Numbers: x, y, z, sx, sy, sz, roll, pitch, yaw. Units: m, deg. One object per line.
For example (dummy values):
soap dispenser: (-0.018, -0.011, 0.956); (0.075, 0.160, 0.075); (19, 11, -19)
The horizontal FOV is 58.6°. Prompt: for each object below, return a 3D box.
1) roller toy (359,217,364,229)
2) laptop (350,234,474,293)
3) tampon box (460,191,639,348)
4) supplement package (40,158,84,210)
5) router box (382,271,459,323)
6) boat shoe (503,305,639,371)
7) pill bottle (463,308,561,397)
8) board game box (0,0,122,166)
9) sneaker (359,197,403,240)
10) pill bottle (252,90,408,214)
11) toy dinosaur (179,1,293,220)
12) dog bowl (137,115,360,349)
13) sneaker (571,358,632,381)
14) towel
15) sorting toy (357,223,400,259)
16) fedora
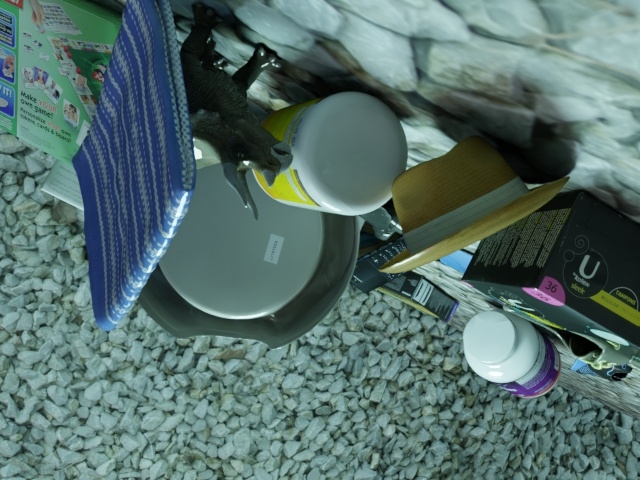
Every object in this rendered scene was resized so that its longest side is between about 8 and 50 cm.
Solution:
roller toy: (-0.019, -0.044, 1.029); (0.209, 0.146, 0.191); (25, 175, 27)
laptop: (0.200, 0.078, 1.124); (0.137, 0.264, 0.234); (66, -170, 22)
tampon box: (0.244, 0.028, 0.582); (0.120, 0.101, 0.161); (28, 175, -8)
supplement package: (-0.313, -0.157, 0.907); (0.139, 0.244, 0.134); (29, 176, -20)
router box: (0.255, 0.143, 1.831); (0.309, 0.081, 0.243); (23, 173, 47)
boat shoe: (0.388, 0.129, 0.827); (0.305, 0.091, 0.109); (33, 174, -18)
pill bottle: (0.481, 0.283, 1.445); (0.181, 0.181, 0.323); (24, 173, 43)
board game box: (-0.361, -0.225, 0.755); (0.317, 0.213, 0.046); (27, -150, 14)
sneaker: (0.098, -0.046, 0.957); (0.089, 0.051, 0.170); (29, 170, -9)
pill bottle: (-0.005, -0.093, 0.623); (0.117, 0.117, 0.215); (30, 174, -24)
toy dinosaur: (-0.138, -0.141, 0.604); (0.121, 0.160, 0.313); (32, 173, -36)
dog bowl: (-0.112, -0.016, 0.823); (0.348, 0.349, 0.102); (28, -171, 6)
sneaker: (0.579, 0.252, 1.171); (0.090, 0.081, 0.232); (34, 177, 26)
towel: (-0.200, -0.070, 0.570); (0.040, 0.243, 0.336); (-1, 155, -31)
sorting toy: (0.000, 0.000, 1.256); (0.307, 0.229, 0.041); (20, 126, 59)
fedora: (0.119, -0.039, 0.507); (0.079, 0.194, 0.194); (62, 176, 2)
